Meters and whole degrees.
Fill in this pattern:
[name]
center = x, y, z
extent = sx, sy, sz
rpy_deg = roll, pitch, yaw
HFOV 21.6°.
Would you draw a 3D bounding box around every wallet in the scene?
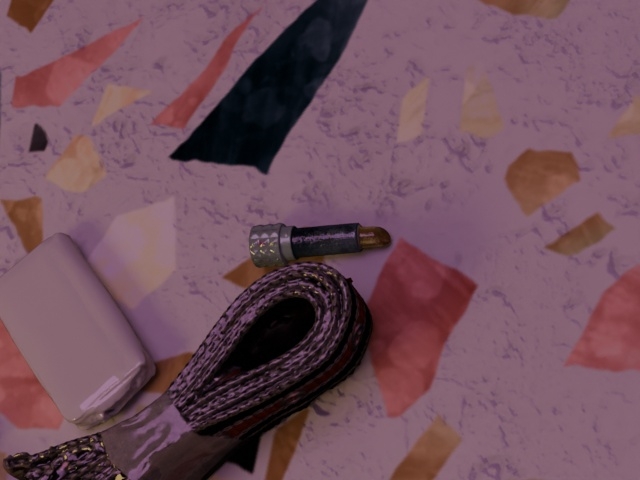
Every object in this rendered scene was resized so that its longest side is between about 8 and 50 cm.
[wallet]
center = -0.215, 0.079, 1.445
extent = 0.095, 0.033, 0.190
rpy_deg = -40, 56, 3

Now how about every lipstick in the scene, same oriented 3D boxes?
[lipstick]
center = 0.000, 0.000, 1.387
extent = 0.116, 0.037, 0.037
rpy_deg = -6, 63, 18

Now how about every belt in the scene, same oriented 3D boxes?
[belt]
center = -0.108, 0.152, 1.324
extent = 0.359, 0.094, 0.126
rpy_deg = -40, 60, 3
